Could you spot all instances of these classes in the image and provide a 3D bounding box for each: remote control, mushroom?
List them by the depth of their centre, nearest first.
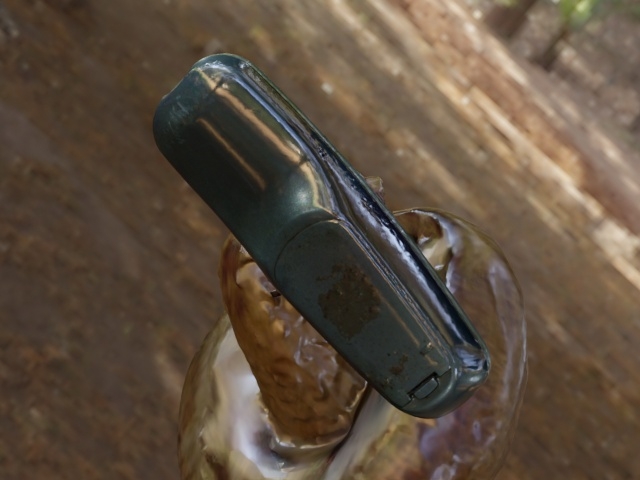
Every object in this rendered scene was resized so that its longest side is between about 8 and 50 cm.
[{"bbox_3d":[0.000,0.000,0.792,0.222,0.072,0.042,49,26,3],"label":"remote control"},{"bbox_3d":[0.023,0.087,1.072,0.195,0.263,0.283,-4,82,-54],"label":"mushroom"}]
